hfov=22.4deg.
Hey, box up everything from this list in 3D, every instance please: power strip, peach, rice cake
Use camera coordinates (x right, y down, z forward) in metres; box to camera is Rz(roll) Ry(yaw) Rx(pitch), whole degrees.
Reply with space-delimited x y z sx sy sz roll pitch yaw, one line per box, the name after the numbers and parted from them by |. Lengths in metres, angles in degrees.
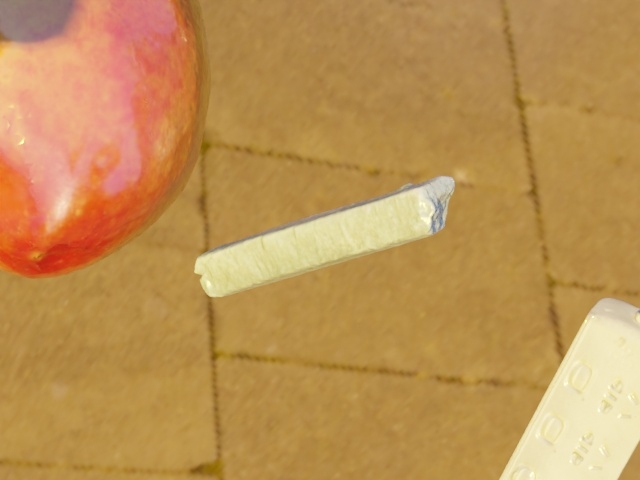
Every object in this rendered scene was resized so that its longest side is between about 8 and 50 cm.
0.145 0.130 0.942 0.060 0.253 0.027 30 16 17 | power strip
-0.210 -0.129 1.166 0.289 0.289 0.308 -10 32 -32 | peach
0.001 0.000 0.816 0.033 0.170 0.029 -19 91 -46 | rice cake
